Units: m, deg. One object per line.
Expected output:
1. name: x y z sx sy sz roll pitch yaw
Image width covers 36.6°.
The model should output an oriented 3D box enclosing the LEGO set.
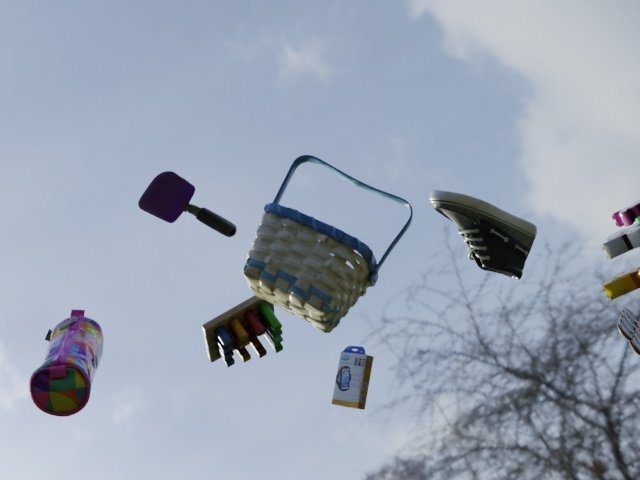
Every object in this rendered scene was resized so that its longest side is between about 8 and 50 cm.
1. LEGO set: 0.368 0.015 1.132 0.093 0.087 0.227 -29 -1 28

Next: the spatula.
1. spatula: -0.226 -0.053 1.767 0.084 0.030 0.296 -56 -25 1

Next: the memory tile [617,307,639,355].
1. memory tile: 0.621 0.192 1.891 0.012 0.113 0.148 -41 -6 24

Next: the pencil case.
1. pencil case: -0.414 0.199 1.595 0.104 0.236 0.105 -2 -73 -8

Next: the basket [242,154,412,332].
1. basket: 0.000 0.000 1.793 0.289 0.254 0.201 -58 -18 -14

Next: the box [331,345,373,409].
1. box: 0.073 0.305 2.166 0.081 0.136 0.028 1 -16 42

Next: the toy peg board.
1. toy peg board: -0.151 0.200 2.005 0.160 0.079 0.161 -29 -27 -17

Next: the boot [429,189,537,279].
1. boot: 0.234 -0.007 1.418 0.189 0.069 0.086 20 -98 -23
